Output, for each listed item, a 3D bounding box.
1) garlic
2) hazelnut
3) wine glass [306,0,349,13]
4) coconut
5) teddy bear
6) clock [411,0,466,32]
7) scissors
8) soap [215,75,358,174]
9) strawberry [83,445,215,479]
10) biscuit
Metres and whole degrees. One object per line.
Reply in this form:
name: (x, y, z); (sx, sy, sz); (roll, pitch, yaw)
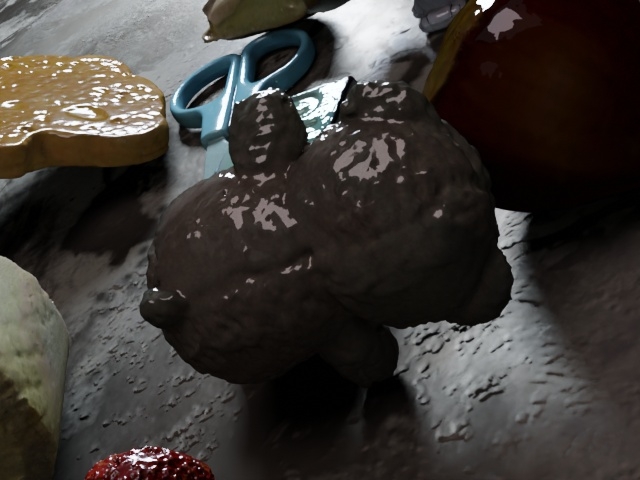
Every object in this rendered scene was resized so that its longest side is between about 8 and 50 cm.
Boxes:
garlic: (-0.065, -0.300, 1.340); (0.195, 0.087, 0.101); (-5, 30, 43)
hazelnut: (0.185, -0.109, 0.835); (0.208, 0.208, 0.208); (-23, 35, 17)
wine glass: (0.028, -0.373, 1.254); (0.143, 0.143, 0.321); (-15, 25, 26)
coconut: (-0.337, 0.121, 0.940); (0.239, 0.239, 0.244); (-30, 36, 7)
teddy bear: (-0.001, 0.001, 0.793); (0.267, 0.236, 0.151); (-26, 6, 15)
clock: (0.120, -0.324, 1.193); (0.080, 0.117, 0.176); (-15, 37, 24)
scissors: (-0.100, -0.093, 1.171); (0.193, 0.029, 0.447); (-20, 36, 18)
soap: (-0.026, -0.044, 0.996); (0.145, 0.091, 0.230); (-15, 39, 26)
strawberry: (-0.125, 0.190, 0.804); (0.096, 0.083, 0.083); (-10, 26, -24)
biscuit: (-0.342, -0.149, 1.310); (0.312, 0.057, 0.351); (-18, 33, -31)
